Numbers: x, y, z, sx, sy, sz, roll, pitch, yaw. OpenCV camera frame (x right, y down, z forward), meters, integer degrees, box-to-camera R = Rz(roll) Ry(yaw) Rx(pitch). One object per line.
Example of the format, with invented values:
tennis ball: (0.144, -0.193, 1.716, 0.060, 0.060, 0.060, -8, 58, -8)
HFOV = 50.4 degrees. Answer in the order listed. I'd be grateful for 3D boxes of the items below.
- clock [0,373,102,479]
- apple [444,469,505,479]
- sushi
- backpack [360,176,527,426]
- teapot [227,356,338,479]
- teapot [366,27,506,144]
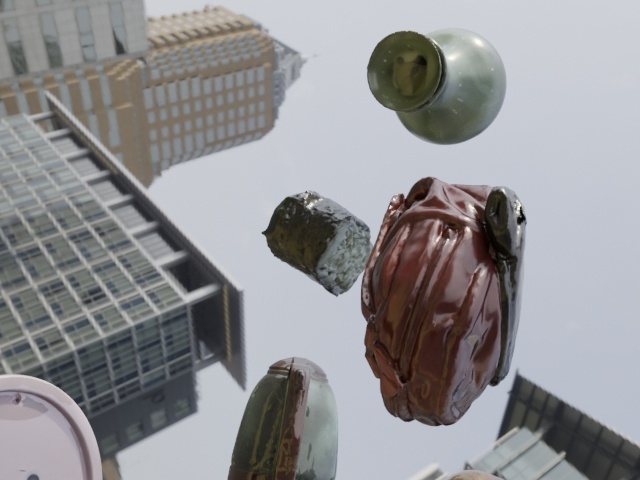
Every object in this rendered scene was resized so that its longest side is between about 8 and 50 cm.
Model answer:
clock: (-0.261, 0.202, 0.515, 0.068, 0.197, 0.197, -7, -74, 26)
apple: (0.200, 0.367, 0.862, 0.146, 0.146, 0.131, 56, -12, 18)
sushi: (0.000, 0.000, 1.079, 0.127, 0.124, 0.225, 32, -3, 22)
backpack: (0.109, 0.060, 0.617, 0.138, 0.229, 0.229, 10, -58, 20)
teapot: (-0.066, 0.403, 1.463, 0.315, 0.233, 0.312, 110, -11, -74)
teapot: (0.164, -0.233, 1.003, 0.183, 0.251, 0.184, 4, -82, 28)
